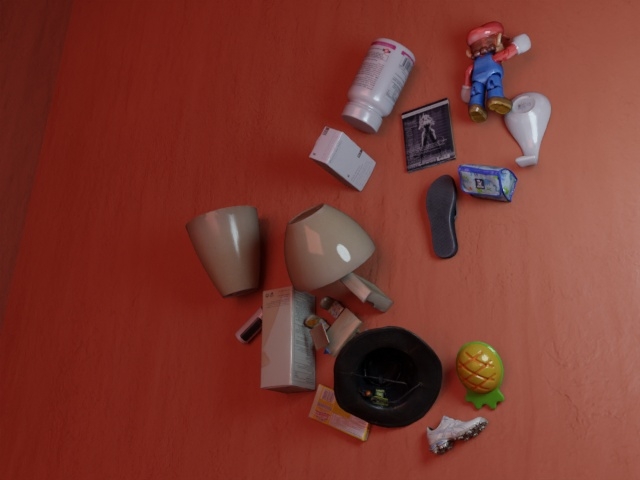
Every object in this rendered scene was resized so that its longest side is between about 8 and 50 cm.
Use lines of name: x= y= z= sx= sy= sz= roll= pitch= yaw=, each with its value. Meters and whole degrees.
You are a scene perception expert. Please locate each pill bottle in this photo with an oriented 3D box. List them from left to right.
pill bottle: x=0.187 y=-0.513 z=2.146 sx=0.160 sy=0.160 sz=0.283 roll=24 pitch=85 yaw=36

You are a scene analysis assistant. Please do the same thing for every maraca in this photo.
maraca: x=0.426 y=0.360 z=1.709 sx=0.127 sy=0.099 sz=0.186 roll=-8 pitch=94 yaw=32

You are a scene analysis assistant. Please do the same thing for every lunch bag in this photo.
lunch bag: x=0.476 y=-0.173 z=1.839 sx=0.128 sy=0.151 sz=0.096 roll=11 pitch=78 yaw=34

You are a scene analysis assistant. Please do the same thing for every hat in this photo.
hat: x=0.188 y=0.357 z=1.806 sx=0.331 sy=0.331 sz=0.134 roll=-32 pitch=17 yaw=19

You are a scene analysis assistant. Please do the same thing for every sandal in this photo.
sandal: x=0.372 y=-0.071 z=1.937 sx=0.097 sy=0.054 sz=0.255 roll=-6 pitch=79 yaw=39

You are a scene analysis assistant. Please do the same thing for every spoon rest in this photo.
spoon rest: x=0.602 y=-0.322 z=1.873 sx=0.137 sy=0.084 sz=0.277 roll=-8 pitch=55 yaw=29

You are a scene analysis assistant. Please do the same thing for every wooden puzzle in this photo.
wooden puzzle: x=-0.002 y=0.291 z=1.944 sx=0.078 sy=0.014 sz=0.116 roll=-29 pitch=71 yaw=46

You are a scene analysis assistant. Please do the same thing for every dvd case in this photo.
dvd case: x=0.346 y=-0.338 z=2.068 sx=0.164 sy=0.018 sz=0.221 roll=-15 pitch=66 yaw=29

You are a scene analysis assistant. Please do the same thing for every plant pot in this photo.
plant pot: x=-0.308 y=0.051 z=2.225 sx=0.256 sy=0.256 sz=0.274 roll=-21 pitch=78 yaw=25
plant pot: x=0.000 y=0.000 z=1.964 sx=0.284 sy=0.284 sz=0.191 roll=-22 pitch=105 yaw=24

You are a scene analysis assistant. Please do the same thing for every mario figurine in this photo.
mario figurine: x=0.533 y=-0.518 z=1.962 sx=0.197 sy=0.170 sz=0.321 roll=2 pitch=72 yaw=11

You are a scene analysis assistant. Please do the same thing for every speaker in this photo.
speaker: x=-0.225 y=0.287 z=2.175 sx=0.136 sy=0.055 sz=0.055 roll=-45 pitch=55 yaw=10

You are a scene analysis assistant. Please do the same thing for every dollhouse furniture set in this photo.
dollhouse furniture set: x=0.080 y=0.232 z=1.933 sx=0.242 sy=0.161 sz=0.212 roll=-52 pitch=54 yaw=6

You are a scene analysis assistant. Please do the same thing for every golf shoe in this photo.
golf shoe: x=0.357 y=0.500 z=1.718 sx=0.176 sy=0.069 sz=0.086 roll=-33 pitch=52 yaw=17

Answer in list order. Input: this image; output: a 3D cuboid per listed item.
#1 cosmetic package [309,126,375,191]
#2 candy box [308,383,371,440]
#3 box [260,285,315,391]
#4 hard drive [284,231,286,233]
cosmetic package: x=0.075 y=-0.261 z=2.079 sx=0.085 sy=0.231 sz=0.117 roll=26 pitch=88 yaw=36
candy box: x=0.064 y=0.513 z=1.922 sx=0.205 sy=0.027 sz=0.105 roll=14 pitch=82 yaw=36
box: x=-0.100 y=0.316 z=2.030 sx=0.121 sy=0.148 sz=0.311 roll=-12 pitch=65 yaw=29
hard drive: x=-0.056 y=-0.010 z=2.198 sx=0.135 sy=0.022 sz=0.094 roll=-24 pitch=61 yaw=23
